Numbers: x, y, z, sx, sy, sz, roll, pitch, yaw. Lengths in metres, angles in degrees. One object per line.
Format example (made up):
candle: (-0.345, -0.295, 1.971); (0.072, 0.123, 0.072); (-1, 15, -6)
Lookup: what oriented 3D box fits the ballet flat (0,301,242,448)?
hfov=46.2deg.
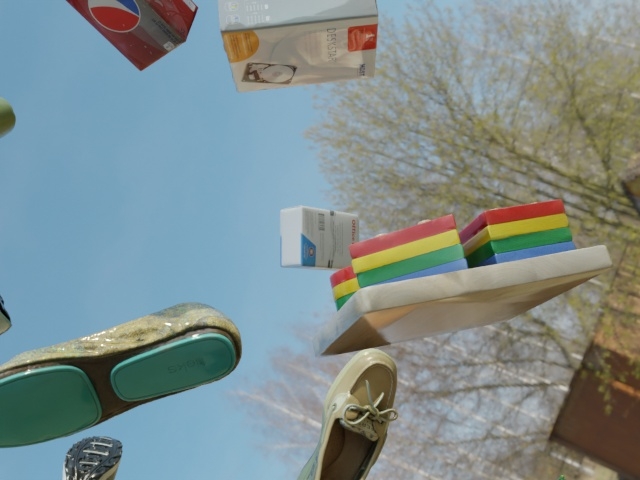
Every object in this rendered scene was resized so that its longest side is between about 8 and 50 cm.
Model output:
ballet flat: (-0.270, 0.158, 0.920); (0.348, 0.123, 0.123); (-16, -42, -10)

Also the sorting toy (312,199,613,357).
sorting toy: (0.128, 0.042, 0.816); (0.257, 0.255, 0.089); (121, 138, -69)

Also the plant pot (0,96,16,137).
plant pot: (-0.425, -0.149, 0.937); (0.079, 0.083, 0.083); (-52, -24, -66)

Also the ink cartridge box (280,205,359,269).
ink cartridge box: (0.000, 0.000, 1.786); (0.190, 0.082, 0.140); (7, -100, -45)

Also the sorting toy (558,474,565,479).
sorting toy: (0.415, 0.430, 1.295); (0.061, 0.101, 0.042); (21, -102, -74)

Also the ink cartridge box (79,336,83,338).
ink cartridge box: (-0.406, 0.234, 1.357); (0.143, 0.090, 0.092); (16, -121, -46)

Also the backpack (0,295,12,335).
backpack: (-0.381, 0.052, 0.670); (0.188, 0.165, 0.144); (45, -118, -30)

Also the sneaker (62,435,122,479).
sneaker: (-0.443, 0.476, 1.410); (0.271, 0.100, 0.108); (-86, 6, -59)

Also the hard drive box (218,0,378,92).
hard drive box: (-0.032, -0.324, 1.170); (0.181, 0.232, 0.089); (81, -178, -72)

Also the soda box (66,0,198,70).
soda box: (-0.278, -0.341, 0.929); (0.263, 0.092, 0.083); (44, -141, -35)

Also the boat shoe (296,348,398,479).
boat shoe: (0.045, 0.297, 1.085); (0.285, 0.104, 0.089); (-69, 14, -4)
